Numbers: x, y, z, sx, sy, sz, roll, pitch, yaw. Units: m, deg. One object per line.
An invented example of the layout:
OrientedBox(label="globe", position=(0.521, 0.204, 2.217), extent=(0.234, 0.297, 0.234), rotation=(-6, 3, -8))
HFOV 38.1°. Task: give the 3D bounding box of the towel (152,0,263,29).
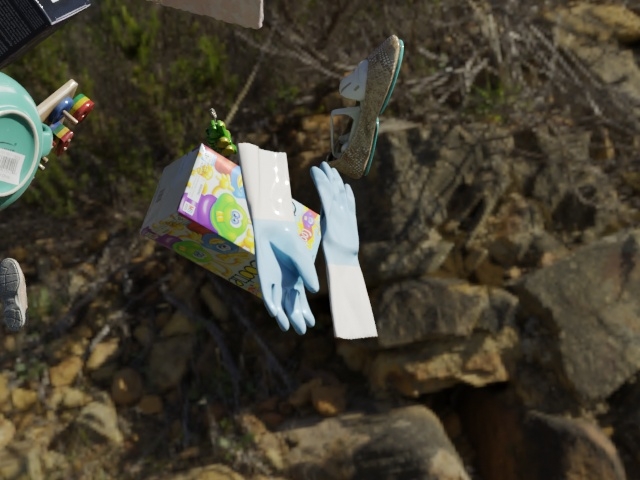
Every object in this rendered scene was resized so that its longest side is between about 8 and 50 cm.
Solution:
OrientedBox(label="towel", position=(-0.272, -0.622, 2.006), extent=(0.332, 0.053, 0.317), rotation=(17, -33, 6))

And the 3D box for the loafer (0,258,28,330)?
OrientedBox(label="loafer", position=(-0.529, 0.094, 1.600), extent=(0.045, 0.125, 0.039), rotation=(-8, -3, 6))

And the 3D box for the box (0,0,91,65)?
OrientedBox(label="box", position=(-0.521, -0.376, 1.570), extent=(0.207, 0.108, 0.153), rotation=(-28, 17, 26))

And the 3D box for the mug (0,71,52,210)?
OrientedBox(label="mug", position=(-0.292, -0.092, 0.786), extent=(0.097, 0.129, 0.158), rotation=(17, 47, 25))

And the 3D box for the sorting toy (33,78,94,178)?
OrientedBox(label="sorting toy", position=(-0.406, -0.145, 1.343), extent=(0.274, 0.046, 0.132), rotation=(-52, 4, -38))

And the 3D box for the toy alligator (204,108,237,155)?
OrientedBox(label="toy alligator", position=(-0.240, -0.242, 2.114), extent=(0.051, 0.056, 0.190), rotation=(-19, -26, 5))

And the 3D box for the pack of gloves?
OrientedBox(label="pack of gloves", position=(0.000, 0.000, 1.105), extent=(0.046, 0.232, 0.195), rotation=(-21, -18, 39))

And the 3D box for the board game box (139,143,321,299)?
OrientedBox(label="board game box", position=(-0.151, -0.026, 1.638), extent=(0.275, 0.144, 0.142), rotation=(31, -31, -27))

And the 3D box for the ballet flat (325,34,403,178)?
OrientedBox(label="ballet flat", position=(0.051, -0.173, 1.208), extent=(0.067, 0.206, 0.073), rotation=(9, 31, -9))
